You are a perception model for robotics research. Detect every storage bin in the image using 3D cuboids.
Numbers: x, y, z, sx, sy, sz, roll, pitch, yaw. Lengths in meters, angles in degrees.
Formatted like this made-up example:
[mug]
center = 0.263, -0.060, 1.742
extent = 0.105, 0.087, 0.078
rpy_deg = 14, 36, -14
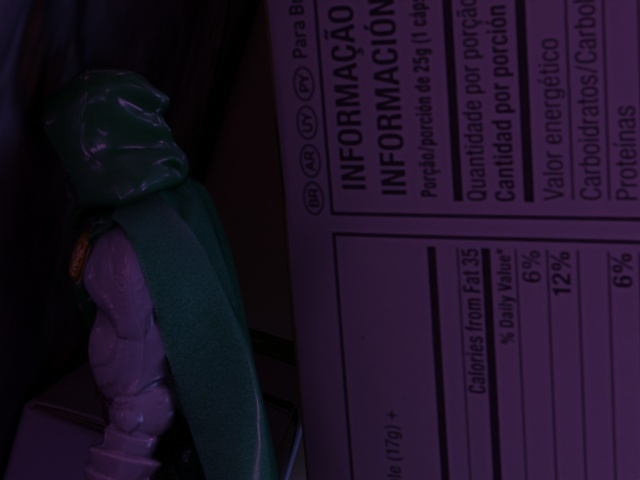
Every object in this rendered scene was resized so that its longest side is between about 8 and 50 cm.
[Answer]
[storage bin]
center = 0.000, 0.000, 0.742
extent = 0.260, 0.123, 0.262
rpy_deg = -32, 139, -85

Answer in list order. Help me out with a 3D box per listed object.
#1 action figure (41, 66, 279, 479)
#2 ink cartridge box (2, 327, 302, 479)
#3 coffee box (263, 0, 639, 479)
[action figure]
center = -0.035, 0.069, 0.347
extent = 0.137, 0.063, 0.232
rpy_deg = -94, 174, -84
[ink cartridge box]
center = -0.067, 0.121, 0.517
extent = 0.208, 0.086, 0.153
rpy_deg = -48, 155, -83
[coffee box]
center = 0.199, -0.056, 0.453
extent = 0.337, 0.334, 0.338
rpy_deg = -27, 115, -61
